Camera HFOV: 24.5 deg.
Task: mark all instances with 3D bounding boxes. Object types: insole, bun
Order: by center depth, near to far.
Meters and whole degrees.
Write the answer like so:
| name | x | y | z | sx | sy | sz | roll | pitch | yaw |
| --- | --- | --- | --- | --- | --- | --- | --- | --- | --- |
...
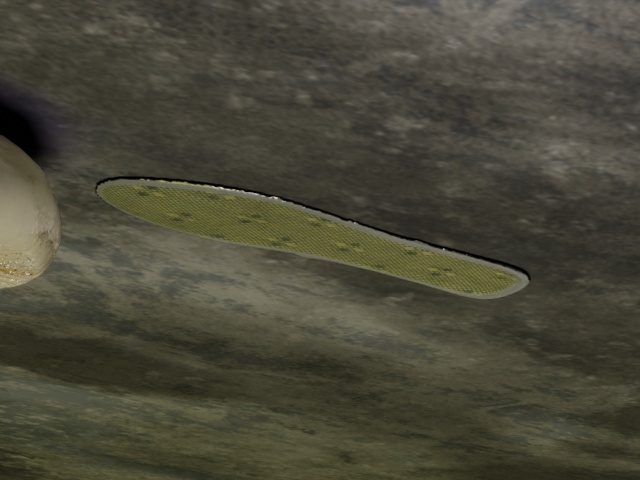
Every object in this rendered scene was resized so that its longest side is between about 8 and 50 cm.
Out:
| name | x | y | z | sx | sy | sz | roll | pitch | yaw |
| --- | --- | --- | --- | --- | --- | --- | --- | --- | --- |
| bun | -0.244 | -0.024 | 0.872 | 0.183 | 0.102 | 0.183 | -5 | 164 | -2 |
| insole | 0.000 | 0.000 | 1.019 | 0.322 | 0.007 | 0.109 | 15 | 160 | -22 |
